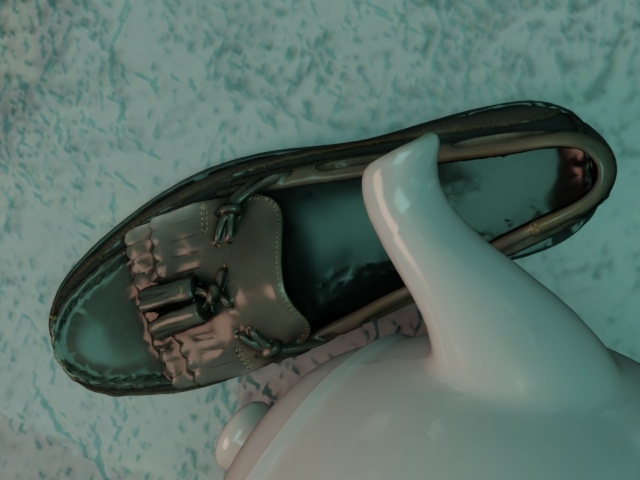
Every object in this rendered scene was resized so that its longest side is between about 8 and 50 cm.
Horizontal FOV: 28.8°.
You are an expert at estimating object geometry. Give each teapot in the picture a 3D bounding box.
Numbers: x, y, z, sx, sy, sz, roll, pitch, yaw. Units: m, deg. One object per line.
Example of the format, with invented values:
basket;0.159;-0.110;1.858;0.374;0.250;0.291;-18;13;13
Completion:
teapot;0.032;0.133;0.503;0.187;0.252;0.256;31;76;22

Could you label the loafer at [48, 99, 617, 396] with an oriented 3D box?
loafer;0.000;0.000;0.549;0.268;0.084;0.096;-21;93;1
